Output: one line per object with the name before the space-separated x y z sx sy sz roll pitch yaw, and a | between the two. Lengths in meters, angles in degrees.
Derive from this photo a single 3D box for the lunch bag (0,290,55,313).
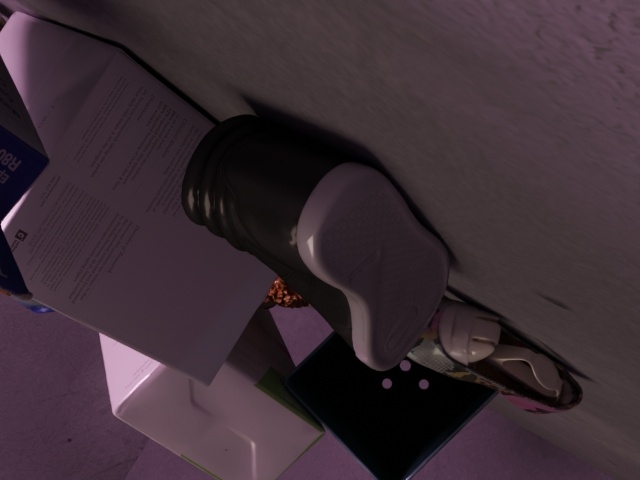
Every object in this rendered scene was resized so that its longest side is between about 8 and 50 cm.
lunch bag | -0.346 -0.048 1.470 0.385 0.239 0.328 0 156 33

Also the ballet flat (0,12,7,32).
ballet flat | -0.305 -0.186 0.975 0.077 0.091 0.241 -14 148 38

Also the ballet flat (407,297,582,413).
ballet flat | 0.167 0.108 1.001 0.221 0.077 0.079 29 158 -21

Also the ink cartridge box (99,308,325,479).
ink cartridge box | -0.145 0.110 1.193 0.207 0.119 0.353 40 -171 -29

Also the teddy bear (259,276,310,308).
teddy bear | -0.127 -0.021 1.204 0.338 0.113 0.245 36 175 -34

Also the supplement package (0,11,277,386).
supplement package | -0.185 -0.034 0.919 0.198 0.199 0.262 27 173 46

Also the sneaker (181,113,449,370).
sneaker | 0.000 0.000 0.768 0.146 0.105 0.296 31 169 28

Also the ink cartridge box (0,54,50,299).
ink cartridge box | -0.307 -0.150 0.633 0.330 0.071 0.324 56 -173 30

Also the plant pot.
plant pot | 0.092 0.153 1.181 0.166 0.165 0.234 45 -175 8
